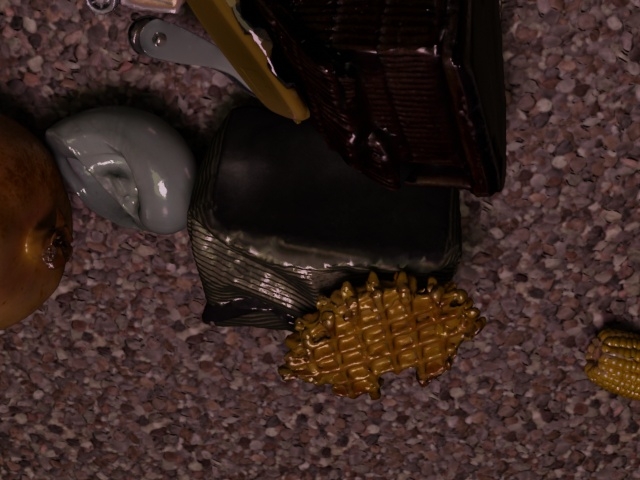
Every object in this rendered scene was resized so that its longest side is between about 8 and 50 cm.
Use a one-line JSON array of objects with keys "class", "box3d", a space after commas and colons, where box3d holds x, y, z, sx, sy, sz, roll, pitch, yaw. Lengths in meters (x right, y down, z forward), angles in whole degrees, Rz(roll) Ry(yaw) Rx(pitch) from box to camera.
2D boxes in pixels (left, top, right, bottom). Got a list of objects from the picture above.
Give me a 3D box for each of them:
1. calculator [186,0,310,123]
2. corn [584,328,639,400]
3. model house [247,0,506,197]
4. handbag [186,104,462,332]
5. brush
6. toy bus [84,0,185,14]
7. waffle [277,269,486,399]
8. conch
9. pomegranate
[{"class": "calculator", "box3d": [-0.088, -0.224, 1.324, 0.033, 0.157, 0.236, -39, 113, -11]}, {"class": "corn", "box3d": [0.498, 0.197, 1.683, 0.244, 0.093, 0.093, 18, 122, -8]}, {"class": "model house", "box3d": [0.062, -0.230, 1.371, 0.282, 0.297, 0.317, -2, 146, 18]}, {"class": "handbag", "box3d": [0.000, 0.000, 1.509, 0.340, 0.247, 0.240, 10, 140, -4]}, {"class": "brush", "box3d": [-0.098, -0.219, 1.447, 0.297, 0.060, 0.068, 16, 106, -24]}, {"class": "toy bus", "box3d": [-0.314, -0.360, 1.373, 0.342, 0.097, 0.138, 16, 120, -7]}, {"class": "waffle", "box3d": [0.078, 0.120, 1.437, 0.228, 0.051, 0.231, 17, 133, -28]}, {"class": "conch", "box3d": [-0.251, -0.092, 1.526, 0.221, 0.121, 0.185, 32, 124, 8]}, {"class": "pomegranate", "box3d": [-0.454, -0.021, 1.490, 0.319, 0.319, 0.319, 2, 123, 3]}]
